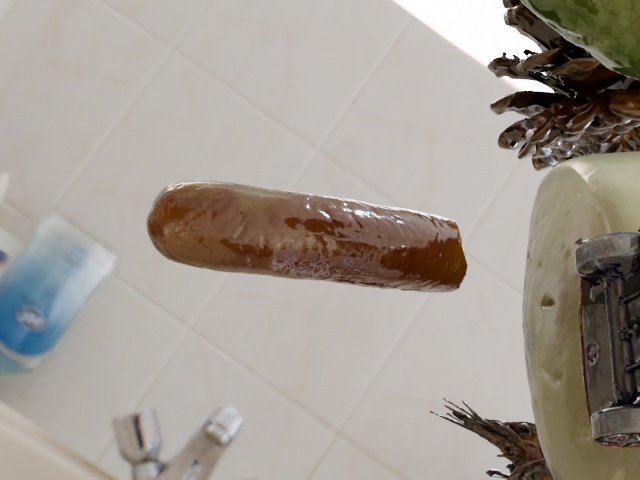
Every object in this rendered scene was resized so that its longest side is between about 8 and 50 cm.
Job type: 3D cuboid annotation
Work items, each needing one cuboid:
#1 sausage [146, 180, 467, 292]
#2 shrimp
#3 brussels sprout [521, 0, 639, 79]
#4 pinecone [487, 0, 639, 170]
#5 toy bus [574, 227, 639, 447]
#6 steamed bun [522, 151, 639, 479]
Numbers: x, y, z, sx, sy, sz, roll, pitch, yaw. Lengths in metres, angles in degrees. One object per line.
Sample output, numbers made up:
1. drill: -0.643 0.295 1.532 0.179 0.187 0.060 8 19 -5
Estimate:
1. sausage: 0.001 0.000 0.920 0.302 0.076 0.103 8 -6 -24
2. shrimp: 0.294 0.309 1.380 0.343 0.145 0.116 30 -6 10
3. brussels sprout: 0.225 -0.213 0.662 0.244 0.244 0.244 34 -10 7
4. pinecone: 0.389 -0.280 1.418 0.384 0.384 0.384 34 -10 7
5. toy bus: 0.274 0.035 0.618 0.153 0.143 0.329 5 -21 -14
6. steamed bun: 0.378 0.086 0.938 0.371 0.456 0.290 2 -49 -13
